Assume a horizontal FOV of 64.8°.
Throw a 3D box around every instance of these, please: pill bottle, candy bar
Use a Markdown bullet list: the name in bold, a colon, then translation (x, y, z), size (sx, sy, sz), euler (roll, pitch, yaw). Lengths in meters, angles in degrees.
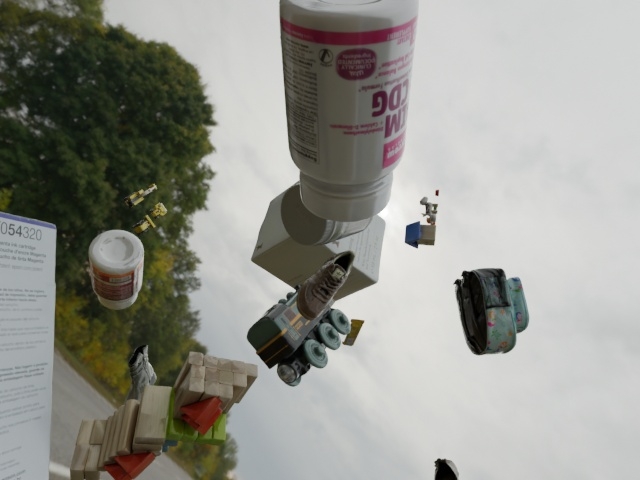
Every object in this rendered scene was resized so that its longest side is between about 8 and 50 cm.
- **pill bottle**: translation (0.035, -0.174, 0.659), size (0.160, 0.160, 0.283), euler (36, -36, 35)
- **candy bar**: translation (0.094, 0.274, 1.488), size (0.161, 0.040, 0.018), euler (103, -9, -53)
- **pill bottle**: translation (-0.504, 0.080, 1.251), size (0.121, 0.121, 0.221), euler (48, -36, 14)

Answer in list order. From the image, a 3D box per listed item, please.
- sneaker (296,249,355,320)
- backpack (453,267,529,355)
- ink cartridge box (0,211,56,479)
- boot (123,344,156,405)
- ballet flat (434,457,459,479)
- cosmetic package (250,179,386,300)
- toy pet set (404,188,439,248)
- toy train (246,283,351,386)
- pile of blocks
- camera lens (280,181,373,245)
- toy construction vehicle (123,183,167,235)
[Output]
- **sneaker**: translation (0.013, 0.080, 1.025), size (0.066, 0.188, 0.071), euler (39, -48, -4)
- **backpack**: translation (0.532, 0.230, 1.578), size (0.225, 0.191, 0.253), euler (98, -7, -68)
- **ink cartridge box**: translation (-0.377, 0.124, 0.451), size (0.324, 0.072, 0.329), euler (35, 50, -76)
- **boot**: translation (-0.665, 0.500, 1.806), size (0.246, 0.084, 0.161), euler (-93, 178, -62)
- **ballet flat**: translation (0.302, 0.580, 1.211), size (0.058, 0.084, 0.250), euler (61, 9, 10)
- **cosmetic package**: translation (0.000, 0.000, 2.010), size (0.394, 0.329, 0.327), euler (35, -43, -27)
- **toy pet set**: translation (0.222, -0.041, 1.113), size (0.065, 0.114, 0.122), euler (4, -20, 12)
- **toy train**: translation (-0.047, 0.226, 1.293), size (0.142, 0.334, 0.190), euler (-39, -90, 28)
- **pile of blocks**: translation (-0.242, 0.304, 0.769), size (0.149, 0.362, 0.112), euler (40, 28, -35)
- **camera lens**: translation (0.032, -0.108, 1.674), size (0.220, 0.274, 0.219), euler (14, -68, 38)
- **toy construction vehicle**: translation (-0.378, -0.070, 1.099), size (0.035, 0.098, 0.085), euler (-17, -71, 37)
